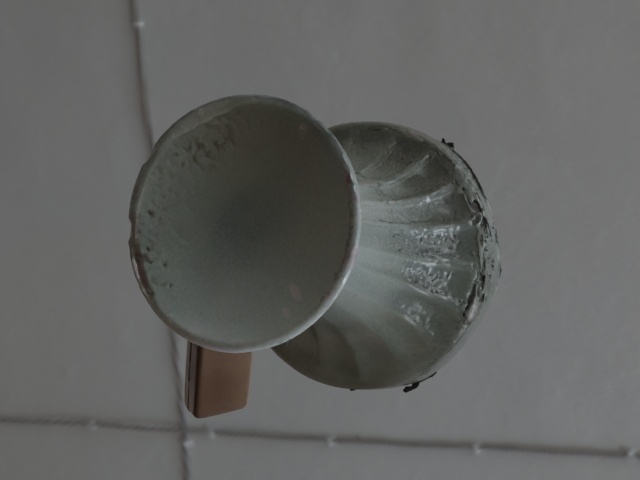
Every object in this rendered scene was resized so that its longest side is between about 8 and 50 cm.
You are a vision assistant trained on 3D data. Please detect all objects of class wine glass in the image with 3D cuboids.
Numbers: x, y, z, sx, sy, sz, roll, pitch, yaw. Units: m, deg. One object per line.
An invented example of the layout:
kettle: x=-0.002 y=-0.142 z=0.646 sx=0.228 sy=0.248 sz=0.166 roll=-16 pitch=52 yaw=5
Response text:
wine glass: x=0.000 y=0.000 z=0.789 sx=0.165 sy=0.196 sz=0.164 roll=-3 pitch=-98 yaw=20

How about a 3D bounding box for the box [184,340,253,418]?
box: x=-0.073 y=0.075 z=1.044 sx=0.025 sy=0.048 sz=0.115 roll=45 pitch=-41 yaw=46
